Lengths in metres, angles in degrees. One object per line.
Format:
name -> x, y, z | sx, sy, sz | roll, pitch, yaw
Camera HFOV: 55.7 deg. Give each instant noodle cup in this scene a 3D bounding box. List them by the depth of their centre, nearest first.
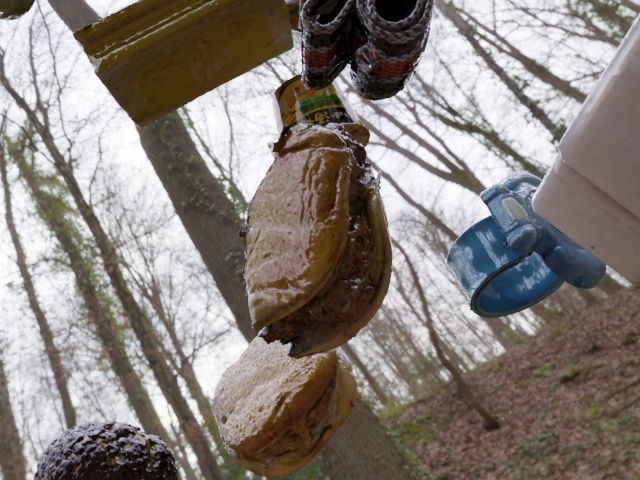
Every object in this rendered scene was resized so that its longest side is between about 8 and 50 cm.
instant noodle cup -> -0.010, -0.192, 0.984 | 0.151, 0.122, 0.151 | -20, -16, -6

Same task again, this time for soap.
soap -> -0.203, -0.320, 0.976 | 0.315, 0.091, 0.199 | -29, -17, -4

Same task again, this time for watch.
watch -> 0.280, 0.023, 0.897 | 0.211, 0.211, 0.193 | -5, -40, -39

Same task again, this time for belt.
belt -> 0.096, -0.283, 0.565 | 0.359, 0.126, 0.094 | -57, -11, -20

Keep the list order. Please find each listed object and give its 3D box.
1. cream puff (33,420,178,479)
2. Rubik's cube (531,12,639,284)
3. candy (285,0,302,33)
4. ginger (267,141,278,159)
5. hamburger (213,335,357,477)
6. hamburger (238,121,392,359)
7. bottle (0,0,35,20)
cream puff -> -0.363, 0.405, 1.045 | 0.239, 0.165, 0.239 | 10, -35, 7
Rubik's cube -> 0.367, -0.090, 0.329 | 0.322, 0.316, 0.319 | -45, -17, -13
candy -> -0.004, -0.469, 1.253 | 0.143, 0.271, 0.101 | -67, -16, -55
ginger -> -0.021, -0.184, 1.377 | 0.086, 0.131, 0.294 | -51, -19, 22
hamburger -> -0.079, 0.295, 1.176 | 0.290, 0.314, 0.170 | -41, -61, -5
hamburger -> 0.000, 0.000, 0.784 | 0.282, 0.245, 0.155 | -53, -41, 3
bottle -> -0.163, -0.111, 0.234 | 0.047, 0.063, 0.101 | -51, -13, 31
